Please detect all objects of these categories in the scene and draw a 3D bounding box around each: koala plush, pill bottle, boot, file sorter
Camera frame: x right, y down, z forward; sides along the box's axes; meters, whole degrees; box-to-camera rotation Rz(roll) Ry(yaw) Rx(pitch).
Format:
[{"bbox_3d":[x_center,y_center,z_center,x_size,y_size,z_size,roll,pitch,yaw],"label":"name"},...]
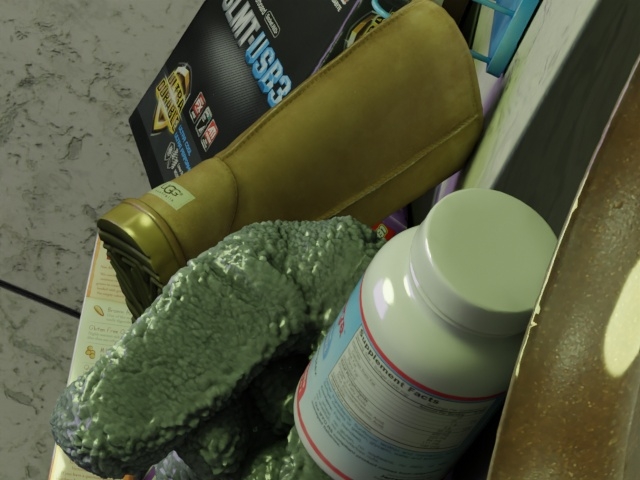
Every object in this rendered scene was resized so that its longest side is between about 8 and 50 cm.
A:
[{"bbox_3d":[-0.036,0.103,1.073,0.203,0.196,0.221,-57,0,-23],"label":"koala plush"},{"bbox_3d":[0.050,0.048,0.857,0.160,0.087,0.087,119,172,-50],"label":"pill bottle"},{"bbox_3d":[0.000,0.000,1.244,0.269,0.089,0.236,-35,-43,-23],"label":"boot"},{"bbox_3d":[0.117,-0.225,1.285,0.118,0.104,0.170,-74,8,-58],"label":"file sorter"}]

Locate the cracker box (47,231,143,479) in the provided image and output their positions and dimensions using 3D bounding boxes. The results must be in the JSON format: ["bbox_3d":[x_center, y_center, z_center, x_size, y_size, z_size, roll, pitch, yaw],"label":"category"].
[{"bbox_3d":[-0.167,0.130,1.514,0.155,0.067,0.232,97,180,-64],"label":"cracker box"}]

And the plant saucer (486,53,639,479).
[{"bbox_3d":[0.128,-0.011,0.520,0.310,0.050,0.310,-158,90,-85],"label":"plant saucer"}]

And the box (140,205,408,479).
[{"bbox_3d":[-0.034,0.068,1.503,0.293,0.057,0.201,-54,6,13],"label":"box"}]

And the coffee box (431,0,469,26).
[{"bbox_3d":[0.028,-0.126,1.700,0.168,0.119,0.297,-176,109,-85],"label":"coffee box"}]

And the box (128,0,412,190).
[{"bbox_3d":[-0.044,-0.142,1.581,0.293,0.073,0.295,-57,28,20],"label":"box"}]
